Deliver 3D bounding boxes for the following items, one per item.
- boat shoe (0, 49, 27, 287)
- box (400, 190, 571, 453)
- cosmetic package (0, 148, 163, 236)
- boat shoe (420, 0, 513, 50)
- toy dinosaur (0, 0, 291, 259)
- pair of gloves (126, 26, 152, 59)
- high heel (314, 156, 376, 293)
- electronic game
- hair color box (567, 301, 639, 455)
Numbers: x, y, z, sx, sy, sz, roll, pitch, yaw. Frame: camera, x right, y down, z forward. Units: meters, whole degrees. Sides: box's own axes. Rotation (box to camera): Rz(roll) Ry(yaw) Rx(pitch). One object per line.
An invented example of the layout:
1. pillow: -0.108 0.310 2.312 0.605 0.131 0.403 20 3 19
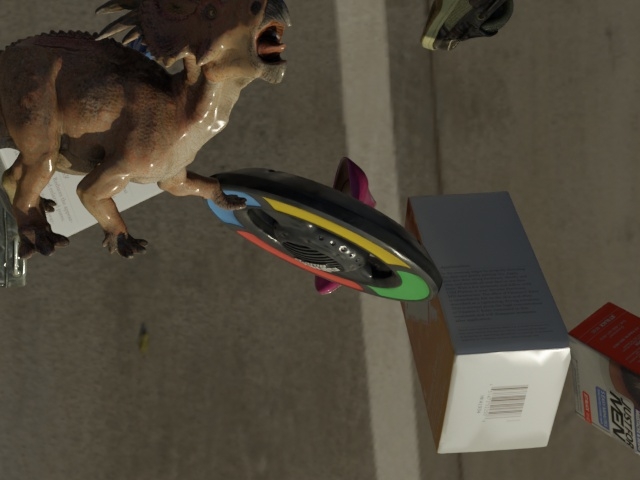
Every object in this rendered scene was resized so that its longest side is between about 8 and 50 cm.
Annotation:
1. boat shoe: -0.428 -0.092 1.360 0.119 0.121 0.335 4 112 -24
2. box: 0.233 0.115 1.513 0.168 0.345 0.215 -3 130 -6
3. cosmetic package: -0.276 -0.113 1.119 0.183 0.151 0.152 -29 123 -22
4. boat shoe: 0.099 -0.152 0.647 0.056 0.049 0.152 -64 177 -5
5. toy dinosaur: -0.157 -0.102 0.703 0.127 0.295 0.201 -75 165 -68
6. pair of gloves: -0.271 -0.216 1.484 0.023 0.159 0.198 6 58 -32
7. high heel: 0.029 -0.027 1.733 0.117 0.082 0.244 57 49 -36
8. electronic game: 0.000 0.000 0.894 0.229 0.229 0.048 35 72 -42
9. hair color box: 0.264 0.125 0.740 0.053 0.167 0.093 -33 129 -23
